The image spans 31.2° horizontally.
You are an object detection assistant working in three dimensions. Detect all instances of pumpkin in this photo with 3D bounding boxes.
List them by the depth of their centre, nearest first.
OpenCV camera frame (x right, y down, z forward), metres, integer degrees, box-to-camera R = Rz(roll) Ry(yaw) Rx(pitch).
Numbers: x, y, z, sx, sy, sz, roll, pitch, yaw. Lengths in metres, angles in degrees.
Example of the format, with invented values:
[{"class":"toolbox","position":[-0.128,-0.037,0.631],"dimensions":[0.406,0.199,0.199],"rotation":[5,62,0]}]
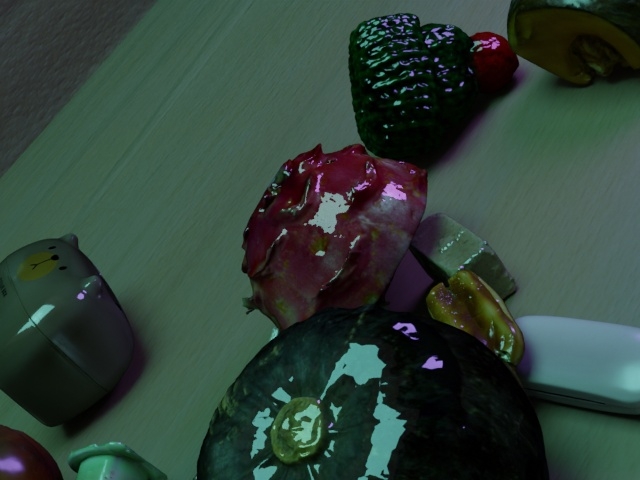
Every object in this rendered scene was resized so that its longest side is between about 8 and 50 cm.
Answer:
[{"class":"pumpkin","position":[0.064,0.296,1.424],"dimensions":[0.454,0.344,0.454],"rotation":[-19,49,24]},{"class":"pumpkin","position":[0.492,-0.423,2.023],"dimensions":[0.225,0.256,0.303],"rotation":[-57,20,-23]}]

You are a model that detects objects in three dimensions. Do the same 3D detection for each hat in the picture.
[{"class":"hat","position":[0.226,-0.308,2.195],"dimensions":[0.332,0.274,0.242],"rotation":[-12,20,-4]}]

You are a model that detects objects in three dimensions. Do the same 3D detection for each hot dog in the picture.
[{"class":"hot dog","position":[0.225,0.123,1.636],"dimensions":[0.100,0.068,0.249],"rotation":[-33,28,4]}]

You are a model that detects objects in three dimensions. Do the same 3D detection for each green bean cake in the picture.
[{"class":"green bean cake","position":[0.223,0.035,1.836],"dimensions":[0.085,0.109,0.179],"rotation":[-41,30,-4]}]

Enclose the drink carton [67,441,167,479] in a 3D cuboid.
[{"class":"drink carton","position":[-0.358,0.437,1.900],"dimensions":[0.144,0.146,0.142],"rotation":[-19,44,31]}]

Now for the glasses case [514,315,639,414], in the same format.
[{"class":"glasses case","position":[0.352,0.165,1.557],"dimensions":[0.297,0.075,0.113],"rotation":[4,54,51]}]

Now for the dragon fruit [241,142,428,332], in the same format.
[{"class":"dragon fruit","position":[0.000,0.000,1.905],"dimensions":[0.386,0.249,0.371],"rotation":[-56,9,11]}]

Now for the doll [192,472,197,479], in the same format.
[{"class":"doll","position":[-0.141,0.390,1.778],"dimensions":[0.152,0.085,0.114],"rotation":[15,95,43]}]

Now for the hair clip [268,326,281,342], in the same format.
[{"class":"hair clip","position":[-0.102,0.248,1.962],"dimensions":[0.062,0.056,0.214],"rotation":[5,58,29]}]

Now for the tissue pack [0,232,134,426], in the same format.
[{"class":"tissue pack","position":[-0.531,0.166,2.305],"dimensions":[0.277,0.267,0.387],"rotation":[-39,29,-3]}]

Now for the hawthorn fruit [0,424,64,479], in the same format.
[{"class":"hawthorn fruit","position":[-0.652,0.474,1.867],"dimensions":[0.472,0.472,0.472],"rotation":[-27,32,19]}]
